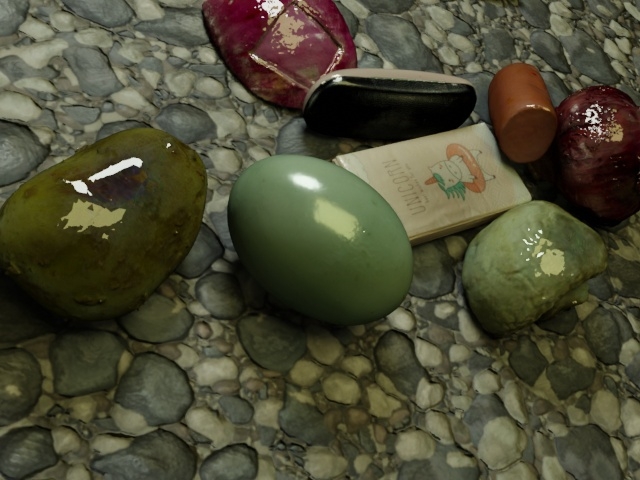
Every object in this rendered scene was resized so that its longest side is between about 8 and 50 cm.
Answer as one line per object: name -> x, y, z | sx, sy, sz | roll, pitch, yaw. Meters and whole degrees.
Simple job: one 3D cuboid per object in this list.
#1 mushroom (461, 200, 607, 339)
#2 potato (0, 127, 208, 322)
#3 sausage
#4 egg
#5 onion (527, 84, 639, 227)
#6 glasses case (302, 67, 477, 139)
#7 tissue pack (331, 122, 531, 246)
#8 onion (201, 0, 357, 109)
mushroom -> 0.349, 0.021, 1.478 | 0.267, 0.164, 0.189 | -17, 71, -34
potato -> -0.262, -0.027, 1.187 | 0.210, 0.173, 0.307 | 41, 54, 4
sausage -> 0.347, -0.231, 1.631 | 0.113, 0.113, 0.259 | 27, 27, -10
egg -> 0.000, 0.000, 1.284 | 0.283, 0.203, 0.203 | 40, 51, -3
onion -> 0.473, -0.149, 1.642 | 0.252, 0.219, 0.252 | 41, 42, -53
glasses case -> 0.117, -0.221, 1.537 | 0.314, 0.122, 0.075 | -2, 56, -27
tissue pack -> 0.176, -0.087, 1.515 | 0.325, 0.071, 0.170 | -16, 71, -34
onion -> -0.039, -0.341, 1.542 | 0.250, 0.111, 0.247 | -16, 67, -35
